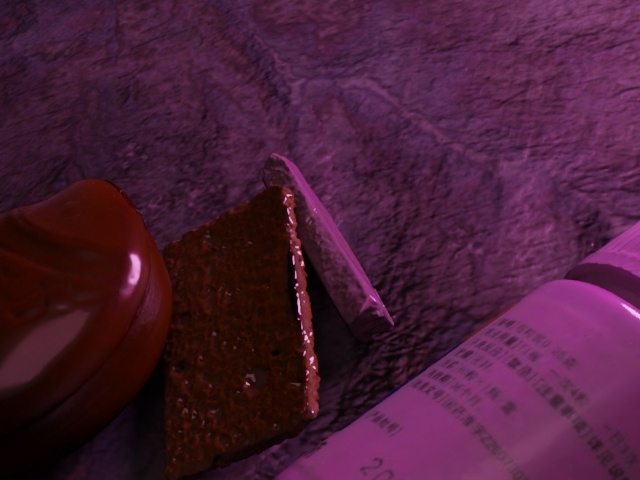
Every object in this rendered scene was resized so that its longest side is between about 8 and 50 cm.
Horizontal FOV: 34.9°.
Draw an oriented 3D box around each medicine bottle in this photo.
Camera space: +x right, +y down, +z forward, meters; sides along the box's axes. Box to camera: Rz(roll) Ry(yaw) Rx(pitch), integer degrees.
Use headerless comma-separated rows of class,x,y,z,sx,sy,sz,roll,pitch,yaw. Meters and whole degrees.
medicine bottle,0.132,0.125,0.559,0.290,0.178,0.178,-34,47,-14

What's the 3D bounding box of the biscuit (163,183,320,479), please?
biscuit,-0.064,0.064,0.760,0.131,0.025,0.231,-27,44,21

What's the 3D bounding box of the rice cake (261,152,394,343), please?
rice cake,0.000,0.000,0.809,0.036,0.047,0.207,-30,45,0

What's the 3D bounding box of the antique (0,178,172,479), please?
antique,-0.235,0.074,0.758,0.223,0.129,0.278,30,63,36
